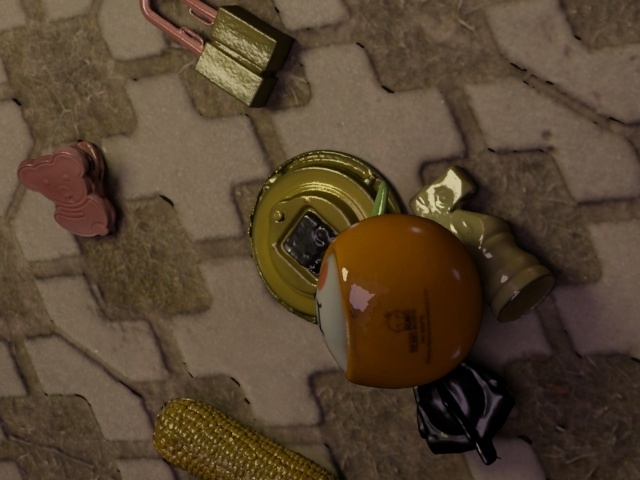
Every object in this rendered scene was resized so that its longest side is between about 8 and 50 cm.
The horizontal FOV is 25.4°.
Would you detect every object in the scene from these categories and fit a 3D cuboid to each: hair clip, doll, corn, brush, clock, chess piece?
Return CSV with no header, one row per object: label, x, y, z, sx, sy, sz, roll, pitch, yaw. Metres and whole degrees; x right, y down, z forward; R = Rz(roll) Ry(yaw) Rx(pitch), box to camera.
hair clip,-0.347,-0.066,1.986,0.123,0.102,0.138,-8,95,31
doll,0.088,0.060,1.701,0.214,0.236,0.213,-3,112,-7
corn,-0.101,0.305,1.922,0.293,0.106,0.106,25,109,22
brush,-0.154,-0.277,1.882,0.233,0.047,0.103,34,112,19
clock,0.000,0.000,1.845,0.237,0.057,0.237,5,102,26
chess piece,0.192,0.001,1.740,0.090,0.090,0.200,-50,64,25
doll,0.158,0.170,1.782,0.248,0.088,0.127,57,138,18
